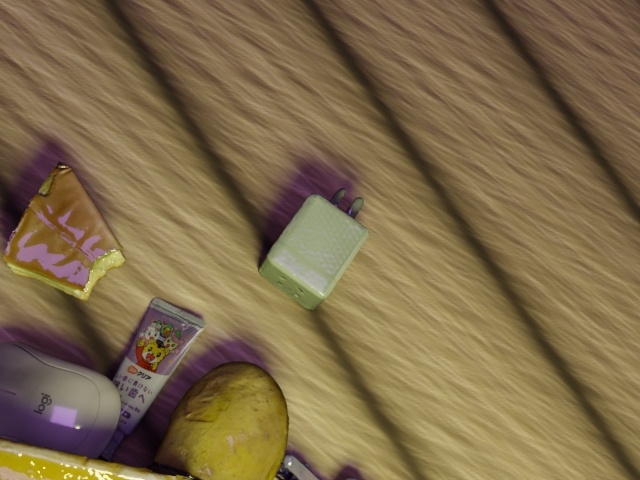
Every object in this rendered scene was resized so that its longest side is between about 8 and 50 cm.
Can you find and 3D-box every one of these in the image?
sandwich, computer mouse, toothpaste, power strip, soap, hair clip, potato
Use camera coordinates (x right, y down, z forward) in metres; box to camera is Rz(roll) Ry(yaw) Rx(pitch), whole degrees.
[{"bbox_3d":[-0.444,-0.017,1.434,0.186,0.108,0.220,22,70,-5],"label":"sandwich"},{"bbox_3d":[-0.484,0.274,1.304,0.297,0.121,0.184,20,72,12],"label":"computer mouse"},{"bbox_3d":[-0.326,0.250,1.413,0.114,0.073,0.299,24,66,9],"label":"toothpaste"},{"bbox_3d":[0.000,0.000,1.505,0.139,0.140,0.224,35,70,-1],"label":"power strip"},{"bbox_3d":[-0.376,0.429,1.188,0.335,0.293,0.156,17,50,-17],"label":"soap"},{"bbox_3d":[0.012,0.475,1.408,0.278,0.090,0.137,33,79,-2],"label":"hair clip"},{"bbox_3d":[-0.162,0.339,1.358,0.229,0.229,0.266,30,57,-3],"label":"potato"}]
